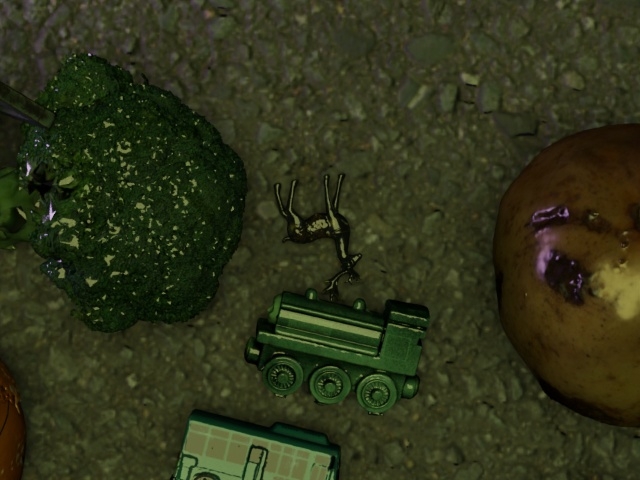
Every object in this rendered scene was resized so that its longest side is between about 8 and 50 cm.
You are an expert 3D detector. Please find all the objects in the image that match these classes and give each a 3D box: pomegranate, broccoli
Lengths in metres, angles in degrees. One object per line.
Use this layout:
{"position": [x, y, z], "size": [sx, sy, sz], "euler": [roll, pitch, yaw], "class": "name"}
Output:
{"position": [0.290, 0.030, 1.807], "size": [0.281, 0.281, 0.281], "euler": [0, 91, 0], "class": "pomegranate"}
{"position": [-0.200, -0.043, 1.835], "size": [0.270, 0.270, 0.270], "euler": [-3, 91, 31], "class": "broccoli"}

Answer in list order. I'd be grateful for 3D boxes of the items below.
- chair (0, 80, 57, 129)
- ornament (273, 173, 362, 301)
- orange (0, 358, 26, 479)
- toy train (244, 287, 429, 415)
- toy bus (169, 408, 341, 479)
{"position": [-0.361, -0.106, 1.763], "size": [0.136, 0.270, 0.147], "euler": [31, 91, -31], "class": "chair"}
{"position": [0.000, 0.000, 1.920], "size": [0.073, 0.028, 0.125], "euler": [-11, 89, -1], "class": "ornament"}
{"position": [-0.386, 0.186, 1.852], "size": [0.234, 0.182, 0.234], "euler": [0, 91, -13], "class": "orange"}
{"position": [0.016, 0.100, 1.893], "size": [0.170, 0.071, 0.111], "euler": [13, 101, -4], "class": "toy train"}
{"position": [-0.056, 0.216, 1.897], "size": [0.160, 0.079, 0.092], "euler": [14, 90, 1], "class": "toy bus"}
